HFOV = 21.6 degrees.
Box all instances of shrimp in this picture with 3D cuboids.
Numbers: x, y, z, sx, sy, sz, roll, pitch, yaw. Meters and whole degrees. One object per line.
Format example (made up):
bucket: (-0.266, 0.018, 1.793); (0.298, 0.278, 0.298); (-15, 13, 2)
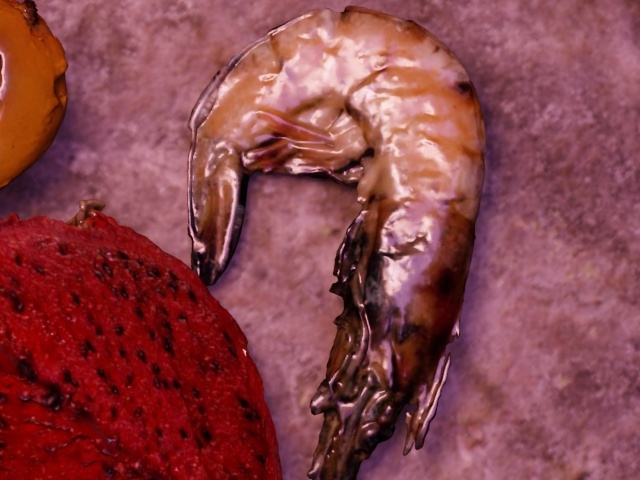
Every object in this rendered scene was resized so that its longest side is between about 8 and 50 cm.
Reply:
shrimp: (0.000, 0.000, 1.264); (0.233, 0.071, 0.365); (12, 85, 0)

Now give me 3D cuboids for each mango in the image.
mango: (-0.291, -0.081, 1.161); (0.248, 0.151, 0.156); (-26, 68, -2)

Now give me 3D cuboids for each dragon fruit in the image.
dragon fruit: (-0.170, 0.100, 1.182); (0.317, 0.152, 0.205); (43, 34, -19)
